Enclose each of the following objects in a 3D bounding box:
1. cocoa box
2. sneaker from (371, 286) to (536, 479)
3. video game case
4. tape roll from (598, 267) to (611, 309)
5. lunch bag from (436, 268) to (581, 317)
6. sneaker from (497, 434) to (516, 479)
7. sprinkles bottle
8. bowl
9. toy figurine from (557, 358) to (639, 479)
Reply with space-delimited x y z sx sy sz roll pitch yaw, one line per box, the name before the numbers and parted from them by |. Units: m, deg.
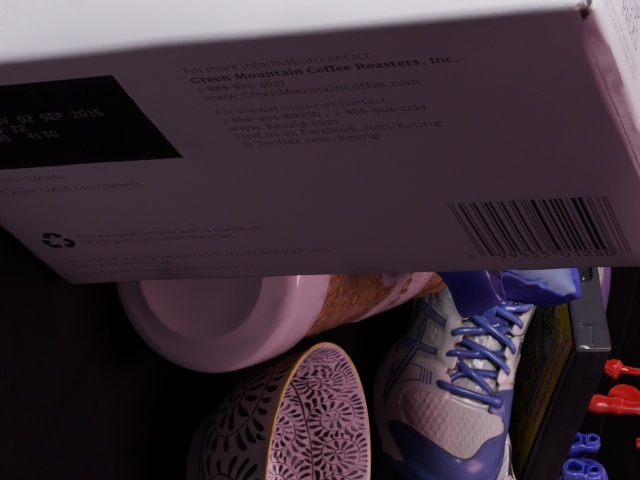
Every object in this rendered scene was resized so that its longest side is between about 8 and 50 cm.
cocoa box | -0.007 -0.130 0.777 0.231 0.347 0.228 51 42 -55
sneaker | 0.117 0.068 1.294 0.296 0.111 0.131 -81 -168 -44
video game case | 0.196 0.059 1.420 0.275 0.035 0.248 97 -8 -55
tape roll | 0.245 0.001 1.686 0.189 0.080 0.189 -2 90 -67
lunch bag | 0.051 -0.081 1.008 0.221 0.138 0.293 24 43 -50
sneaker | 0.137 0.227 1.399 0.153 0.094 0.235 66 -1 -77
sprinkles bottle | 0.000 0.000 1.068 0.355 0.121 0.121 -14 101 -67
bowl | -0.034 0.148 1.018 0.170 0.080 0.170 0 90 -68
toy figurine | 0.292 0.311 1.625 0.362 0.191 0.217 -84 172 -51
